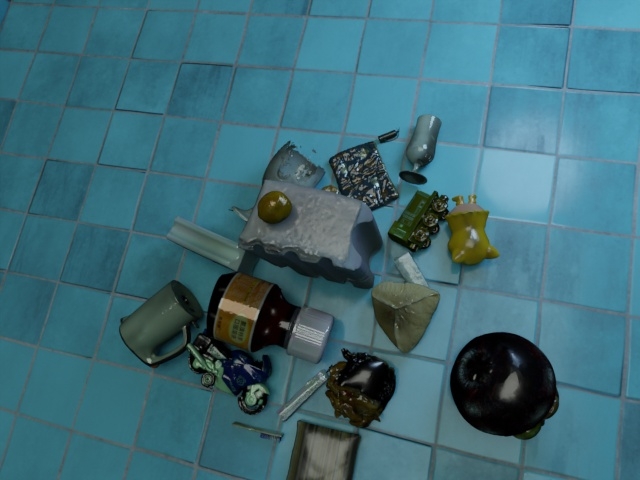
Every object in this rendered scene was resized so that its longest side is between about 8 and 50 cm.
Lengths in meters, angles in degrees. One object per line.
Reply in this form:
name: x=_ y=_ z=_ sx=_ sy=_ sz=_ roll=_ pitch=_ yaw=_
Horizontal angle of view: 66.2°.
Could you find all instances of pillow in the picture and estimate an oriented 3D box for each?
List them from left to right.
pillow: x=0.006 y=0.695 z=1.544 sx=0.212 sy=0.052 sz=0.208 roll=9 pitch=75 yaw=12
pillow: x=0.151 y=-0.224 z=1.764 sx=0.189 sy=0.034 sz=0.255 roll=-23 pitch=74 yaw=7

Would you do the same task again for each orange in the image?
orange: x=-0.125 y=-0.087 z=1.314 sx=0.095 sy=0.085 sz=0.085 roll=-36 pitch=71 yaw=10

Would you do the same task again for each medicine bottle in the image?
medicine bottle: x=-0.157 y=0.254 z=1.599 sx=0.395 sy=0.242 sz=0.242 roll=13 pitch=79 yaw=8

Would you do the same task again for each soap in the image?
soap: x=-0.377 y=0.025 z=1.735 sx=0.290 sy=0.173 sz=0.095 roll=23 pitch=82 yaw=16
soap: x=0.000 y=0.000 z=1.531 sx=0.350 sy=0.435 sz=0.212 roll=9 pitch=78 yaw=17

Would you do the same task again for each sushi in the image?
sushi: x=0.116 y=0.458 z=1.520 sx=0.200 sy=0.213 sz=0.204 roll=13 pitch=63 yaw=38

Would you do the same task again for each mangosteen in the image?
mangosteen: x=0.530 y=0.411 z=1.403 sx=0.300 sy=0.300 sz=0.300 roll=-3 pitch=75 yaw=11

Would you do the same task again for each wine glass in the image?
wine glass: x=-0.145 y=-0.185 z=1.739 sx=0.190 sy=0.190 sz=0.357 roll=43 pitch=92 yaw=18
wine glass: x=0.352 y=-0.318 z=1.709 sx=0.103 sy=0.103 sz=0.231 roll=15 pitch=75 yaw=15

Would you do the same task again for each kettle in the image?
kettle: x=-0.548 y=0.299 z=1.705 sx=0.255 sy=0.165 sz=0.240 roll=-37 pitch=73 yaw=1

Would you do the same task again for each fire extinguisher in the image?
fire extinguisher: x=0.253 y=-0.381 z=1.786 sx=0.083 sy=0.025 sz=0.038 roll=-23 pitch=110 yaw=6

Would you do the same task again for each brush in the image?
brush: x=-0.208 y=0.631 z=1.617 sx=0.179 sy=0.033 sz=0.030 roll=8 pitch=92 yaw=14

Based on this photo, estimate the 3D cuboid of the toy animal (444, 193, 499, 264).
toy animal: x=0.480 y=-0.037 z=1.585 sx=0.156 sy=0.156 sz=0.229 roll=-9 pitch=76 yaw=10

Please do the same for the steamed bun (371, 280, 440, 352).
steamed bun: x=0.242 y=0.223 z=1.562 sx=0.212 sy=0.110 sz=0.231 roll=29 pitch=104 yaw=32

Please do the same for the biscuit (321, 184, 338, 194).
biscuit: x=0.027 y=-0.132 z=1.771 sx=0.071 sy=0.018 sz=0.147 roll=4 pitch=76 yaw=14

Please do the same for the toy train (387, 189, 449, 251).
toy train: x=0.337 y=-0.071 z=1.655 sx=0.137 sy=0.090 sz=0.225 roll=29 pitch=78 yaw=28

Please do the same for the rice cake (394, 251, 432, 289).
rice cake: x=0.313 y=0.129 z=1.619 sx=0.069 sy=0.063 sz=0.206 roll=-29 pitch=72 yaw=11

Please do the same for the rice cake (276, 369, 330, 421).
rice cake: x=-0.056 y=0.509 z=1.615 sx=0.211 sy=0.034 sz=0.043 roll=-44 pitch=75 yaw=-2

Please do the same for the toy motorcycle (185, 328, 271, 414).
toy motorcycle: x=-0.294 y=0.424 z=1.648 sx=0.331 sy=0.125 sz=0.196 roll=33 pitch=83 yaw=14
